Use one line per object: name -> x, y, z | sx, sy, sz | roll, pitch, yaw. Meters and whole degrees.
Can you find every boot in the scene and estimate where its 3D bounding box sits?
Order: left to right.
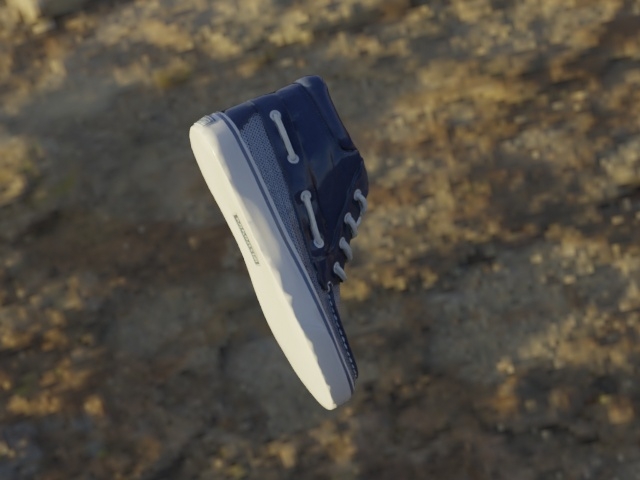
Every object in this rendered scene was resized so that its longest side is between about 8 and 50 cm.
boot -> 0.000, 0.000, 1.026 | 0.086, 0.190, 0.069 | -26, 12, -17
